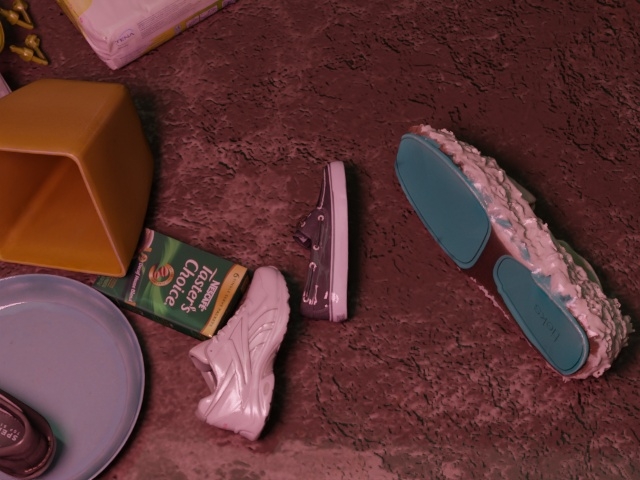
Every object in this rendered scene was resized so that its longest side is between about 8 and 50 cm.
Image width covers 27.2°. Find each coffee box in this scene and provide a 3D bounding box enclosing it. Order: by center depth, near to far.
[{"bbox_3d":[-0.198,0.056,1.770,0.184,0.040,0.113,23,68,14],"label":"coffee box"}]

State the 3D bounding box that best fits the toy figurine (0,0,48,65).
[{"bbox_3d":[-0.584,-0.354,1.966,0.217,0.191,0.362,-33,69,21],"label":"toy figurine"}]

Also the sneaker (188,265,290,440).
[{"bbox_3d":[-0.106,0.132,1.688,0.115,0.090,0.232,14,64,-8],"label":"sneaker"}]

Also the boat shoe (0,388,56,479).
[{"bbox_3d":[-0.481,0.194,1.647,0.335,0.095,0.112,21,68,13],"label":"boat shoe"}]

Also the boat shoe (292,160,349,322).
[{"bbox_3d":[0.000,0.000,1.769,0.076,0.080,0.228,0,72,2],"label":"boat shoe"}]

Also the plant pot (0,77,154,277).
[{"bbox_3d":[-0.336,-0.100,1.756,0.212,0.212,0.187,7,45,23],"label":"plant pot"}]

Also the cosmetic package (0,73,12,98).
[{"bbox_3d":[-0.529,-0.133,1.849,0.238,0.107,0.127,-29,69,-13],"label":"cosmetic package"}]

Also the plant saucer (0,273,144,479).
[{"bbox_3d":[-0.382,0.196,1.716,0.318,0.043,0.317,-1,64,3],"label":"plant saucer"}]

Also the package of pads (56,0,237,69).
[{"bbox_3d":[-0.298,-0.418,1.967,0.229,0.101,0.296,-34,67,-12],"label":"package of pads"}]

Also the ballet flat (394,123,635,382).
[{"bbox_3d":[0.255,0.009,1.733,0.147,0.147,0.409,-32,70,-11],"label":"ballet flat"}]
